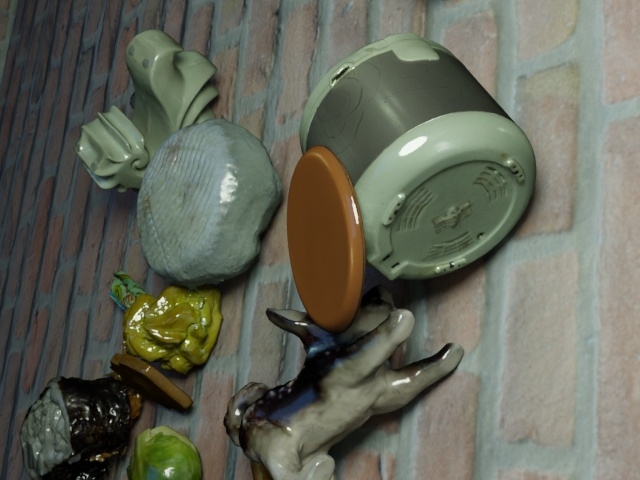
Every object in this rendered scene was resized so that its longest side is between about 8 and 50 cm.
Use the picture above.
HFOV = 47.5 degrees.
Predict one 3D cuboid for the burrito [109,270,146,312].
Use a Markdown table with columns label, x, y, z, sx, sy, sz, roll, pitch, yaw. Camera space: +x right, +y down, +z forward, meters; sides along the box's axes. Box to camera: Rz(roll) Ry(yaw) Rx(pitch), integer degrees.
| label | x | y | z | sx | sy | sz | roll | pitch | yaw |
| --- | --- | --- | --- | --- | --- | --- | --- | --- | --- |
| burrito | -0.449 | 0.163 | 1.742 | 0.288 | 0.054 | 0.104 | 31 | 101 | 49 |

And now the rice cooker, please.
| label | x | y | z | sx | sy | sz | roll | pitch | yaw |
| --- | --- | --- | --- | --- | --- | --- | --- | --- | --- |
| rice cooker | 0.126 | -0.114 | 1.010 | 0.288 | 0.288 | 0.277 | -52 | 42 | 24 |

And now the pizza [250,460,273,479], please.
| label | x | y | z | sx | sy | sz | roll | pitch | yaw |
| --- | --- | --- | --- | --- | --- | --- | --- | --- | --- |
| pizza | -0.042 | 0.367 | 1.202 | 0.193 | 0.053 | 0.201 | -63 | 30 | 15 |

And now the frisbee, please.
| label | x | y | z | sx | sy | sz | roll | pitch | yaw |
| --- | --- | --- | --- | --- | --- | --- | --- | --- | --- |
| frisbee | 0.000 | 0.000 | 0.962 | 0.251 | 0.021 | 0.250 | 175 | 90 | -69 |

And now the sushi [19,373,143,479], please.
| label | x | y | z | sx | sy | sz | roll | pitch | yaw |
| --- | --- | --- | --- | --- | --- | --- | --- | --- | --- |
| sushi | -0.549 | 0.446 | 1.656 | 0.348 | 0.207 | 0.234 | -37 | 64 | 42 |

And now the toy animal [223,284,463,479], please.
| label | x | y | z | sx | sy | sz | roll | pitch | yaw |
| --- | --- | --- | --- | --- | --- | --- | --- | --- | --- |
| toy animal | 0.000 | 0.210 | 1.087 | 0.303 | 0.194 | 0.344 | 23 | 78 | 50 |

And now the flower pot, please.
| label | x | y | z | sx | sy | sz | roll | pitch | yaw |
| --- | --- | --- | --- | --- | --- | --- | --- | --- | --- |
| flower pot | -0.375 | -0.278 | 1.643 | 0.164 | 0.254 | 0.367 | 43 | 110 | 25 |

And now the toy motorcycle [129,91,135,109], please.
| label | x | y | z | sx | sy | sz | roll | pitch | yaw |
| --- | --- | --- | --- | --- | --- | --- | --- | --- | --- |
| toy motorcycle | -0.367 | -0.360 | 1.799 | 0.212 | 0.118 | 0.084 | -27 | 37 | 27 |

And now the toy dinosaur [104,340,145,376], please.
| label | x | y | z | sx | sy | sz | roll | pitch | yaw |
| --- | --- | --- | --- | --- | --- | --- | --- | --- | --- |
| toy dinosaur | -0.457 | 0.317 | 1.713 | 0.162 | 0.039 | 0.126 | -52 | 46 | 26 |

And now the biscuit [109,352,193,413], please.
| label | x | y | z | sx | sy | sz | roll | pitch | yaw |
| --- | --- | --- | --- | --- | --- | --- | --- | --- | --- |
| biscuit | -0.358 | 0.292 | 1.512 | 0.215 | 0.182 | 0.034 | -7 | 42 | 52 |

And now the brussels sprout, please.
| label | x | y | z | sx | sy | sz | roll | pitch | yaw |
| --- | --- | --- | --- | --- | --- | --- | --- | --- | --- |
| brussels sprout | -0.301 | 0.452 | 1.412 | 0.161 | 0.144 | 0.180 | 111 | 144 | -66 |

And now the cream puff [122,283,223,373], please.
| label | x | y | z | sx | sy | sz | roll | pitch | yaw |
| --- | --- | --- | --- | --- | --- | --- | --- | --- | --- |
| cream puff | -0.313 | 0.180 | 1.490 | 0.221 | 0.195 | 0.194 | -31 | 55 | 43 |

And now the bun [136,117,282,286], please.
| label | x | y | z | sx | sy | sz | roll | pitch | yaw |
| --- | --- | --- | --- | --- | --- | --- | --- | --- | --- |
| bun | -0.220 | -0.071 | 1.450 | 0.354 | 0.194 | 0.354 | -15 | 68 | 43 |
